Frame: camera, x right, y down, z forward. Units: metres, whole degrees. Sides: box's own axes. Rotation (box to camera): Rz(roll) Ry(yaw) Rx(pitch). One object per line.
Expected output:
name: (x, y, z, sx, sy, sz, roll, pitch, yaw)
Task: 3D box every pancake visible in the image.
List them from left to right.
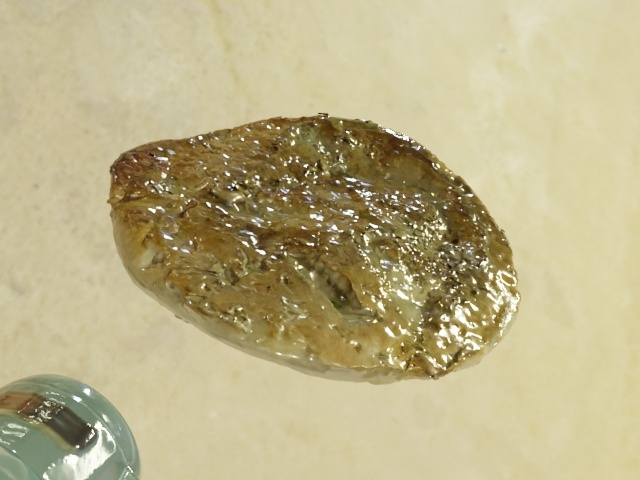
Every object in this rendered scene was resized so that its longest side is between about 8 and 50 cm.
pancake: (0.000, -0.002, 0.935, 0.356, 0.065, 0.356, 13, 31, -8)

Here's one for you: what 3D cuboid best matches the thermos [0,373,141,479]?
thermos: (-0.181, 0.137, 0.407, 0.182, 0.145, 0.286, 22, 28, 13)
